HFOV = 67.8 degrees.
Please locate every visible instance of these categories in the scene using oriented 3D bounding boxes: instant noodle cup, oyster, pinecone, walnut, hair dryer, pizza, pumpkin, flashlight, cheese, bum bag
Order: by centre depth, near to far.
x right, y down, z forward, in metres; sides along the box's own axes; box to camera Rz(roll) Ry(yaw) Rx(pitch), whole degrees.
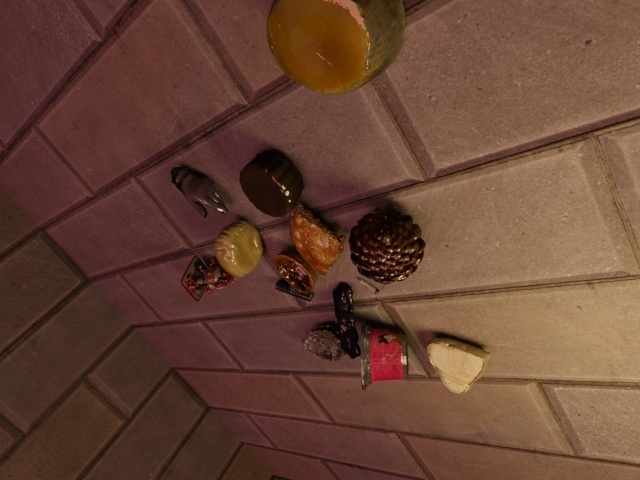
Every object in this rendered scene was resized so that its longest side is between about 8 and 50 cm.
[{"bbox_3d":[0.018,-0.513,1.167,0.332,0.199,0.332,23,139,21],"label":"pumpkin"},{"bbox_3d":[0.202,0.029,1.526,0.243,0.243,0.257,35,145,3],"label":"pinecone"},{"bbox_3d":[0.000,0.000,1.757,0.226,0.086,0.336,-1,129,31],"label":"pizza"},{"bbox_3d":[0.189,0.177,1.839,0.083,0.018,0.018,34,141,4],"label":"flashlight"},{"bbox_3d":[0.258,0.454,1.893,0.181,0.303,0.258,-2,142,9],"label":"instant noodle cup"},{"bbox_3d":[-0.088,0.110,1.925,0.211,0.087,0.167,49,146,-10],"label":"walnut"},{"bbox_3d":[0.103,0.325,1.929,0.137,0.074,0.310,-12,85,62],"label":"bum bag"},{"bbox_3d":[-0.332,0.038,1.942,0.117,0.214,0.226,-2,120,32],"label":"cheese"},{"bbox_3d":[-0.114,0.164,2.034,0.173,0.050,0.195,17,133,19],"label":"hair dryer"},{"bbox_3d":[0.032,0.476,2.172,0.198,0.112,0.268,40,143,-3],"label":"oyster"}]

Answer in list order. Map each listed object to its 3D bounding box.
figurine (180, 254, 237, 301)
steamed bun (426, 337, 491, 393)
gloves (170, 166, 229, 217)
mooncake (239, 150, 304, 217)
[{"bbox_3d":[-0.495,0.171,2.237,0.226,0.184,0.160,-6,134,25],"label":"figurine"},{"bbox_3d":[0.517,0.464,1.803,0.231,0.110,0.213,15,118,29],"label":"steamed bun"},{"bbox_3d":[-0.487,-0.190,1.903,0.285,0.142,0.119,34,168,2],"label":"gloves"},{"bbox_3d":[-0.167,-0.199,1.663,0.228,0.124,0.228,25,143,20],"label":"mooncake"}]
